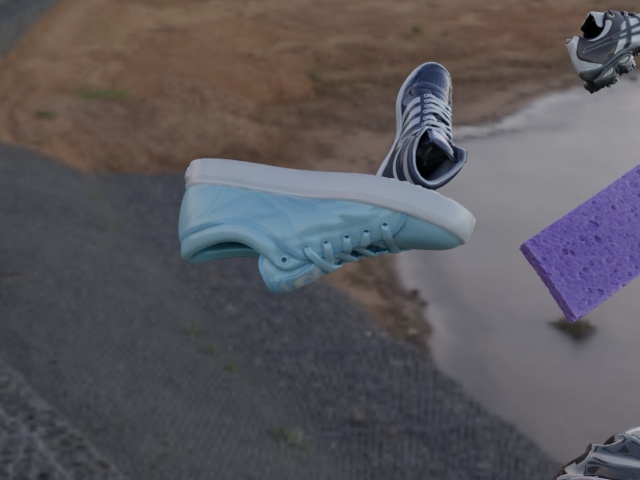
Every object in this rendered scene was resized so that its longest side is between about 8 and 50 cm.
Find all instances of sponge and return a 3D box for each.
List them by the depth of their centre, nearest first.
[{"bbox_3d":[0.362,0.002,1.640,0.210,0.117,0.031,-32,-9,-20],"label":"sponge"}]

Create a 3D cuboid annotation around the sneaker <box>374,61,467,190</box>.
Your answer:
[{"bbox_3d":[0.177,-0.180,2.054,0.099,0.282,0.153,26,-24,-16],"label":"sneaker"}]

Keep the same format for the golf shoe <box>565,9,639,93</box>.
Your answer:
[{"bbox_3d":[0.413,-0.288,1.765,0.198,0.094,0.077,-41,5,-29],"label":"golf shoe"}]

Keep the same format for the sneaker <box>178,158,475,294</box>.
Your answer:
[{"bbox_3d":[0.000,0.000,1.552,0.365,0.150,0.135,7,-11,21],"label":"sneaker"}]

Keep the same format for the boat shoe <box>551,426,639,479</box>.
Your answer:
[{"bbox_3d":[0.259,0.214,0.806,0.095,0.112,0.335,-23,20,-20],"label":"boat shoe"}]
